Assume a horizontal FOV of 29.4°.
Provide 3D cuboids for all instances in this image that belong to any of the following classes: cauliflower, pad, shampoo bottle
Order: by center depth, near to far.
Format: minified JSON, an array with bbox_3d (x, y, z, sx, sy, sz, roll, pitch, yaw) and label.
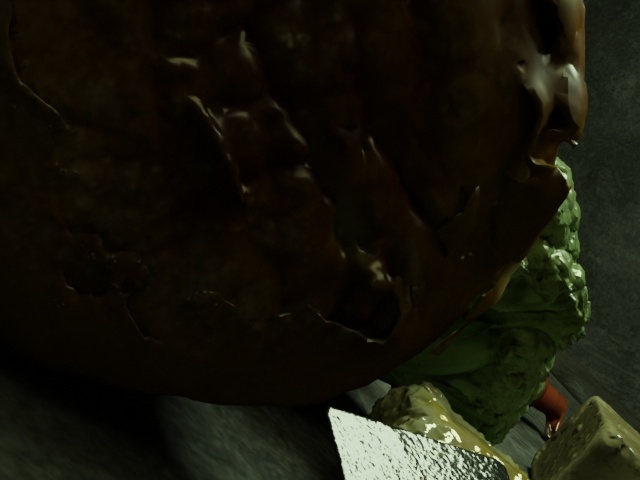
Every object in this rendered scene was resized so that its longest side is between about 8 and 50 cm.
[{"bbox_3d":[0.077,0.181,0.617,0.142,0.003,0.211,23,33,-33],"label":"pad"},{"bbox_3d":[0.054,0.018,0.868,0.275,0.250,0.272,57,-32,17],"label":"cauliflower"},{"bbox_3d":[0.226,0.159,1.500,0.244,0.085,0.085,38,8,-34],"label":"shampoo bottle"}]

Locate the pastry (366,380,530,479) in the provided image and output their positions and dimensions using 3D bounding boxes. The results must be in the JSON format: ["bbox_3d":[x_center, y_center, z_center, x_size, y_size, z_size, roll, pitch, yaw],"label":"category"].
[{"bbox_3d":[0.123,0.190,0.756,0.258,0.089,0.121,40,34,-11],"label":"pastry"}]

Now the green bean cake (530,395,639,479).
[{"bbox_3d":[0.273,0.231,1.217,0.085,0.109,0.179,42,7,4],"label":"green bean cake"}]

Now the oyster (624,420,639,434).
[{"bbox_3d":[0.392,0.286,1.507,0.198,0.092,0.259,33,0,-7],"label":"oyster"}]

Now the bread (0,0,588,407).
[{"bbox_3d":[-0.045,-0.096,0.630,0.358,0.337,0.204,15,10,-24],"label":"bread"}]
